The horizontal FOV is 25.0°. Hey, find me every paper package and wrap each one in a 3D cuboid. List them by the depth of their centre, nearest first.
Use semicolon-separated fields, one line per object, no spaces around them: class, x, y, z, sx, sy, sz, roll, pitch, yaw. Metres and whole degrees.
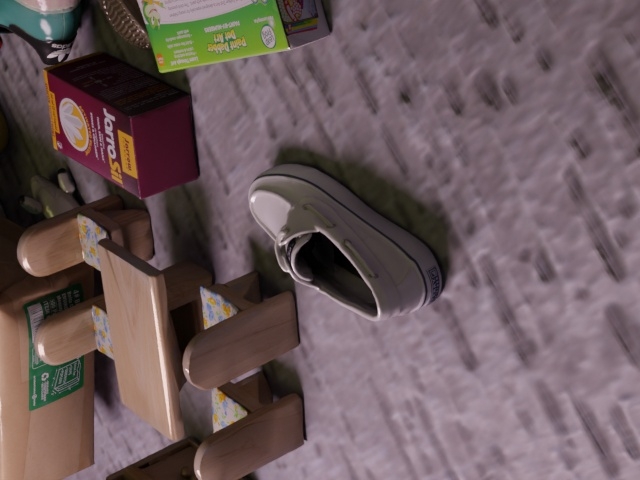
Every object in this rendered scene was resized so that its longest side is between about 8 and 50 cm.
paper package;-0.456;0.144;1.926;0.310;0.168;0.324;23;122;32

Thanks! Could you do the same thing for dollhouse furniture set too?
dollhouse furniture set;-0.226;0.203;1.670;0.362;0.256;0.394;27;131;44

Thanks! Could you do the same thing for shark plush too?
shark plush;-0.320;-0.027;1.877;0.161;0.073;0.067;41;165;2

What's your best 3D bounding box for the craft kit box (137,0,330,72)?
craft kit box;-0.112;-0.293;1.380;0.250;0.061;0.246;2;109;55

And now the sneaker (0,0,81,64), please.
sneaker;-0.393;-0.313;1.721;0.302;0.108;0.121;40;135;33

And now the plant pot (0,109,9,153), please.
plant pot;-0.483;-0.145;1.968;0.134;0.095;0.134;32;134;41

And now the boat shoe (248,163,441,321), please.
boat shoe;0.000;0.000;1.374;0.258;0.084;0.095;27;131;45

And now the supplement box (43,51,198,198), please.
supplement box;-0.226;-0.132;1.619;0.188;0.081;0.104;29;132;43

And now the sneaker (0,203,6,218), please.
sneaker;-0.531;0.073;2.150;0.126;0.127;0.321;34;137;39

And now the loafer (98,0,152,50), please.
loafer;-0.214;-0.273;1.547;0.148;0.050;0.056;55;153;-12
